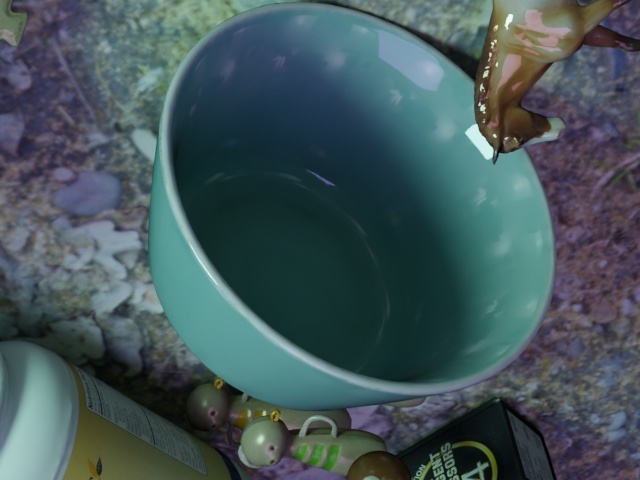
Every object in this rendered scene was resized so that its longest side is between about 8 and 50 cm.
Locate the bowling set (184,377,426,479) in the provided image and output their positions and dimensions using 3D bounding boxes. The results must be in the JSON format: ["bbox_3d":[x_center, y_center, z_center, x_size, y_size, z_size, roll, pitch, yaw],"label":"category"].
[{"bbox_3d":[-0.001,0.124,1.299,0.154,0.200,0.287,12,124,-18],"label":"bowling set"}]

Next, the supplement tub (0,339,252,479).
[{"bbox_3d":[-0.229,0.223,1.317,0.228,0.228,0.316,-38,127,22],"label":"supplement tub"}]

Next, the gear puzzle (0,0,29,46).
[{"bbox_3d":[-0.328,-0.054,1.079,0.175,0.044,0.339,18,93,-16],"label":"gear puzzle"}]

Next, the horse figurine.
[{"bbox_3d":[0.168,-0.200,1.102,0.174,0.066,0.263,-16,117,3],"label":"horse figurine"}]

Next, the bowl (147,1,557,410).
[{"bbox_3d":[0.000,0.000,1.144,0.311,0.312,0.163,15,145,-22],"label":"bowl"}]

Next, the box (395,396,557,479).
[{"bbox_3d":[0.095,0.375,1.399,0.318,0.395,0.097,-34,130,21],"label":"box"}]
